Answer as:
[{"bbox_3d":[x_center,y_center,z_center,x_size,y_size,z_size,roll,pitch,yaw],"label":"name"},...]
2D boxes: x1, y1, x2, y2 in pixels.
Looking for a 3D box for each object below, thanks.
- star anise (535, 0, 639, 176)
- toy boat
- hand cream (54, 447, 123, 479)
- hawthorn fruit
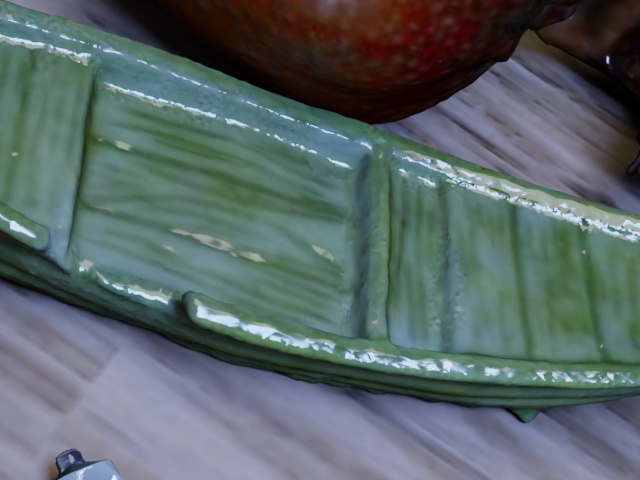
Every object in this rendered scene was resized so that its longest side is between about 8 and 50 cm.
[{"bbox_3d":[0.211,-0.078,0.596,0.346,0.148,0.237,37,48,18],"label":"star anise"},{"bbox_3d":[0.000,0.000,0.482,0.293,0.055,0.093,16,48,-16],"label":"toy boat"},{"bbox_3d":[-0.044,0.093,0.410,0.030,0.019,0.093,-18,67,-36],"label":"hand cream"},{"bbox_3d":[0.001,-0.131,0.514,0.194,0.157,0.157,37,46,-7],"label":"hawthorn fruit"}]
